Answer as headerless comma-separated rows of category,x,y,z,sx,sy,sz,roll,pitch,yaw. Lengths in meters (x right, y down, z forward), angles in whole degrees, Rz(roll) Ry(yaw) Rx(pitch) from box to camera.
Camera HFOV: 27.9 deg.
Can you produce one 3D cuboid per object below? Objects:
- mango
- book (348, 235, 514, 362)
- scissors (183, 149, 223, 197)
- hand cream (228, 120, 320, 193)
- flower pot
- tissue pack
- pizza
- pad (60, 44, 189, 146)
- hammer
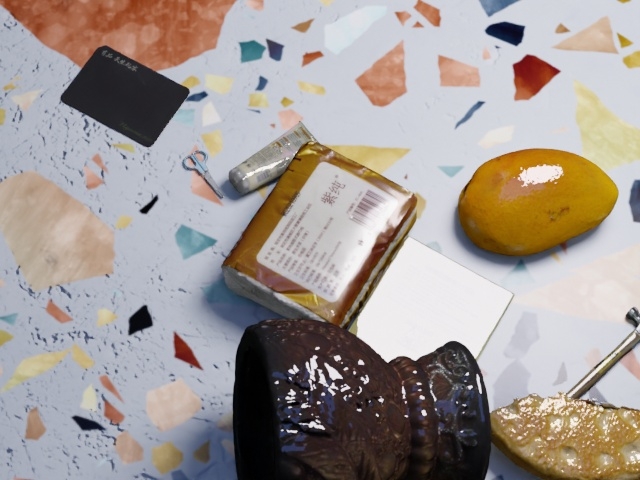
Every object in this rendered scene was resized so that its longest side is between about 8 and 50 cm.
mango,0.296,-0.055,1.739,0.217,0.102,0.141,-4,72,-1
book,0.142,0.107,1.710,0.168,0.013,0.192,30,68,11
scissors,-0.157,-0.091,1.792,0.036,0.006,0.083,-32,71,-16
hand cream,-0.065,-0.112,1.793,0.143,0.039,0.061,-31,72,-24
flower pot,0.047,0.220,1.536,0.267,0.266,0.266,-2,66,-16
tissue pack,0.000,0.000,1.708,0.183,0.092,0.226,28,70,13
pizza,0.325,0.255,1.625,0.246,0.058,0.127,-1,73,-6
pad,-0.279,-0.208,1.843,0.157,0.003,0.112,28,68,10
hammer,0.374,0.166,1.691,0.182,0.017,0.062,-41,73,-16
